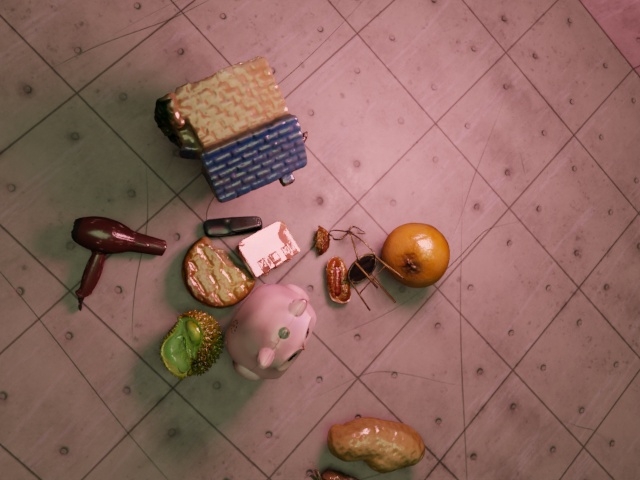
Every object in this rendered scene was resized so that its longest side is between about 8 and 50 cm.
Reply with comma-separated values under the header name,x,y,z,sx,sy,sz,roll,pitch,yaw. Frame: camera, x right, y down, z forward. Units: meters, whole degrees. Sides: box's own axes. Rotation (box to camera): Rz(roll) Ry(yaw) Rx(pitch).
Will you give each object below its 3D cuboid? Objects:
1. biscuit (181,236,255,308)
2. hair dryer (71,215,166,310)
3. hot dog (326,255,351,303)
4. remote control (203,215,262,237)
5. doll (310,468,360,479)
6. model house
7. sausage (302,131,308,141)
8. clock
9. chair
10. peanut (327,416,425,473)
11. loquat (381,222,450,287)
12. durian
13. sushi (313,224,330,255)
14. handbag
name,x,y,z,sx,sy,sz,roll,pitch,yaw
biscuit,-0.391,0.131,1.861,0.213,0.091,0.274,-45,99,-16
hair dryer,-0.741,0.100,1.783,0.312,0.123,0.340,20,92,-23
hot dog,0.070,0.155,1.999,0.099,0.053,0.192,-8,90,-23
remote control,-0.327,-0.056,1.909,0.222,0.042,0.072,-7,73,-17
doll,0.057,0.927,1.915,0.221,0.115,0.105,21,92,-14
model house,-0.296,-0.313,1.732,0.395,0.445,0.400,-30,94,-16
sausage,-0.095,-0.345,2.003,0.028,0.025,0.198,28,81,-9
clock,-0.176,0.305,1.760,0.250,0.377,0.368,35,75,-5
chair,0.165,0.100,1.963,0.160,0.325,0.170,-15,134,-31
peanut,0.211,0.779,1.941,0.387,0.169,0.192,13,88,-10
loquat,0.371,0.057,1.983,0.263,0.263,0.263,1,86,-15
durian,-0.441,0.362,1.780,0.200,0.176,0.237,27,94,33
sushi,0.003,0.000,1.987,0.060,0.061,0.118,-3,81,-39
handbag,-0.195,0.036,1.903,0.212,0.059,0.157,-32,88,-28
